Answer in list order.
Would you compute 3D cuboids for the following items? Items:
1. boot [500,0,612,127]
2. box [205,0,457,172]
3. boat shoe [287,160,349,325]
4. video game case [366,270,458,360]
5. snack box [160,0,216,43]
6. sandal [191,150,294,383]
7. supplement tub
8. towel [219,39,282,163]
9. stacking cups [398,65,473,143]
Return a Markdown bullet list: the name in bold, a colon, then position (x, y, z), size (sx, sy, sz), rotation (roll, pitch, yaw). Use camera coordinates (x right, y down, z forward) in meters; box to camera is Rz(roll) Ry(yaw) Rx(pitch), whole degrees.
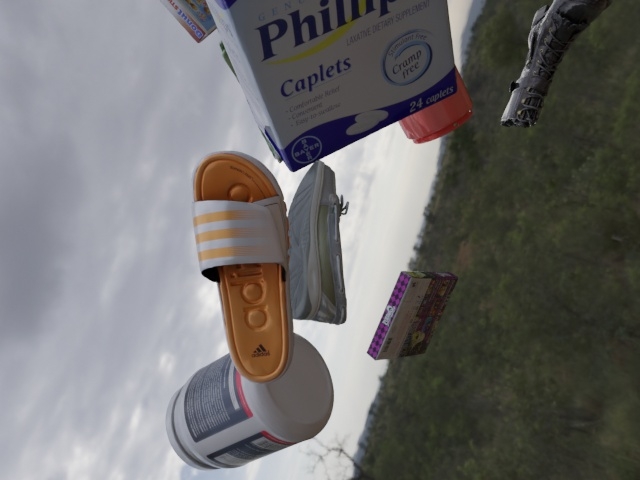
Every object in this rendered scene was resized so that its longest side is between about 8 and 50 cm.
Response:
- **boot**: position (0.402, -0.307, 1.102), size (0.263, 0.091, 0.229), rotation (-46, -24, -88)
- **box**: position (0.006, -0.133, 0.382), size (0.072, 0.126, 0.137), rotation (59, 174, 45)
- **boat shoe**: position (0.001, 0.000, 1.162), size (0.118, 0.103, 0.320), rotation (-43, 39, 51)
- **video game case**: position (0.232, 0.185, 1.567), size (0.210, 0.042, 0.232), rotation (3, -67, -46)
- **snack box**: position (-0.103, -0.282, 0.676), size (0.022, 0.064, 0.178), rotation (-23, 27, 44)
- **sandal**: position (-0.078, 0.032, 0.675), size (0.076, 0.102, 0.265), rotation (-58, -43, -84)
- **supplement tub**: position (-0.128, 0.287, 1.102), size (0.272, 0.191, 0.191), rotation (-33, 17, 35)
- **towel**: position (-0.056, -0.340, 1.288), size (0.248, 0.038, 0.325), rotation (-43, -36, -14)
- **stacking cups**: position (0.034, -0.231, 0.503), size (0.316, 0.096, 0.096), rotation (57, -147, -19)
